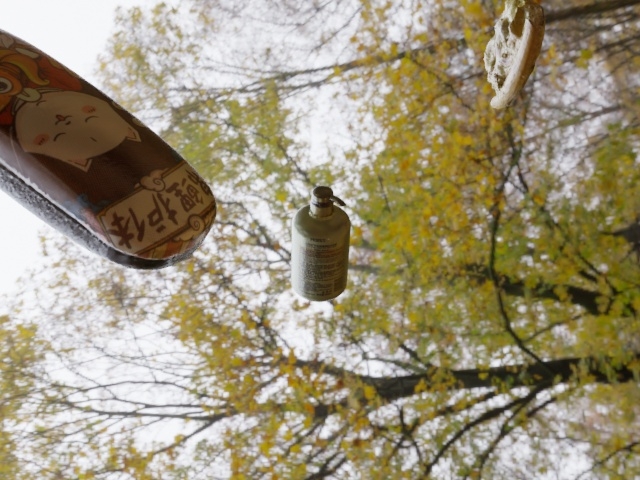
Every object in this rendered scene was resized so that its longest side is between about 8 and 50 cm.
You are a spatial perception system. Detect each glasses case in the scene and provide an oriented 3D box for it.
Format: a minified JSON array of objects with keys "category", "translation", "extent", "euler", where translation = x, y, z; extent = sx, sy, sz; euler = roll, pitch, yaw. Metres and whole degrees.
[{"category":"glasses case","translation":[-0.232,-0.090,0.623],"extent":[0.321,0.082,0.122],"euler":[36,-146,7]}]

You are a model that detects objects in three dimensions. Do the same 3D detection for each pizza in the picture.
[{"category":"pizza","translation":[0.211,-0.213,0.803],"extent":[0.036,0.160,0.099],"euler":[-3,-110,-4]}]

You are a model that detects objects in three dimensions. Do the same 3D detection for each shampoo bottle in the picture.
[{"category":"shampoo bottle","translation":[0.000,0.000,0.956],"extent":[0.079,0.079,0.162],"euler":[-46,-33,-45]}]
